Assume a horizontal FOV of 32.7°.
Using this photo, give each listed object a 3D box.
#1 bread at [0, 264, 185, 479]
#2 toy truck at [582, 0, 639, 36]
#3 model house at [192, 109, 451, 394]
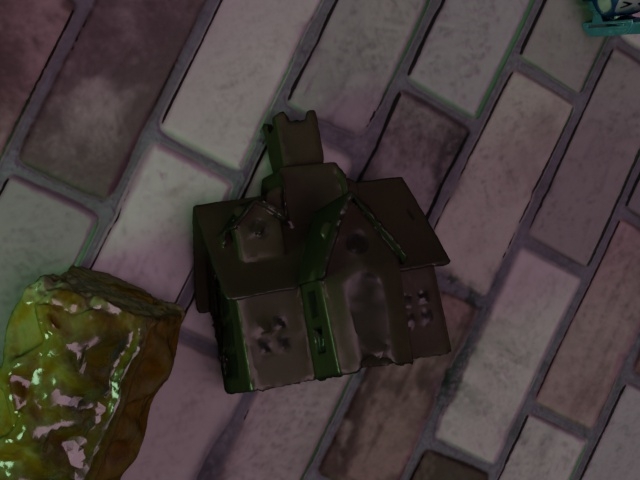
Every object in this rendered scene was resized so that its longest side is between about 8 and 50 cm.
[{"bbox_3d":[-0.223,0.161,0.934,0.152,0.130,0.267,22,90,-32],"label":"bread"},{"bbox_3d":[0.309,-0.241,1.076,0.063,0.136,0.074,-9,101,-18],"label":"toy truck"},{"bbox_3d":[0.000,0.000,0.974,0.211,0.204,0.243,-9,84,-20],"label":"model house"}]
